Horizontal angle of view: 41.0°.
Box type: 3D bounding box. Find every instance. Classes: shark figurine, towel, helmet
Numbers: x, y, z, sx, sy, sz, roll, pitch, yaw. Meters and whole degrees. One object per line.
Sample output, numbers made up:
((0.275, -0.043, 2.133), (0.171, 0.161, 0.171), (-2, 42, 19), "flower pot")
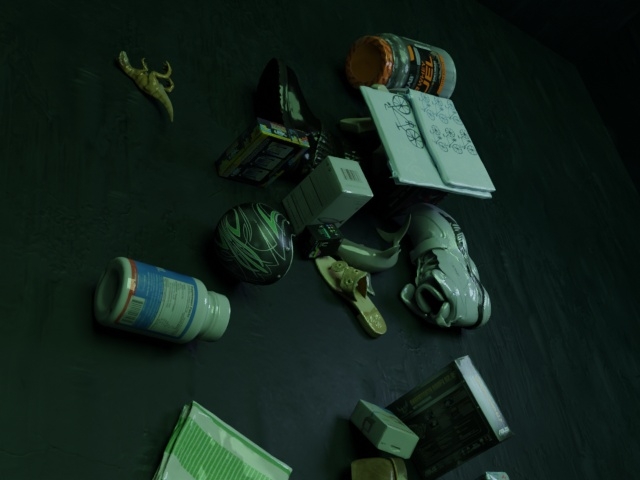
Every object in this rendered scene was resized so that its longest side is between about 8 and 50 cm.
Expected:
((0.160, 0.026, 2.094), (0.278, 0.116, 0.166), (-16, 70, -51), "shark figurine")
((-0.174, 0.445, 1.393), (0.248, 0.038, 0.325), (38, 36, -16), "towel")
((-0.136, 0.007, 1.745), (0.169, 0.169, 0.161), (41, 19, -11), "helmet")

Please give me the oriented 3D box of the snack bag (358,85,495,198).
((0.267, -0.258, 2.165), (0.342, 0.037, 0.323), (6, 54, -37), "snack bag")

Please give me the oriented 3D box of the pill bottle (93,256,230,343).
((-0.277, 0.114, 1.520), (0.221, 0.124, 0.124), (20, 44, -36), "pill bottle")

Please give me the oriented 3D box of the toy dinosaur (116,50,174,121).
((-0.372, -0.343, 1.925), (0.211, 0.064, 0.112), (44, 52, 9), "toy dinosaur")

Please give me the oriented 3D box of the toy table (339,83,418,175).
((0.195, -0.318, 2.372), (0.160, 0.274, 0.252), (-26, 111, -44), "toy table")

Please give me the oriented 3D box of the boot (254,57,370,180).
((-0.021, -0.284, 2.167), (0.260, 0.131, 0.348), (8, 62, -34), "boot")

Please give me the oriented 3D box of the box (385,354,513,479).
((0.260, 0.372, 1.765), (0.056, 0.231, 0.183), (-7, 61, -46), "box")

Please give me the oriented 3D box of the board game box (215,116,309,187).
((-0.132, -0.195, 1.932), (0.141, 0.170, 0.048), (14, 49, -40), "board game box")

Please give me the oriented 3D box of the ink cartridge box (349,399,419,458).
((0.127, 0.378, 1.718), (0.088, 0.052, 0.122), (26, 5, -30), "ink cartridge box")

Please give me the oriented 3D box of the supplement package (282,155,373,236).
((0.015, -0.097, 1.989), (0.105, 0.179, 0.105), (5, 53, -45), "supplement package")

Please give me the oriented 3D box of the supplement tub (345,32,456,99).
((0.244, -0.515, 2.616), (0.338, 0.207, 0.207), (0, 57, -46), "supplement tub")

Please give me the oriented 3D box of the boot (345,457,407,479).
((0.109, 0.542, 1.575), (0.115, 0.112, 0.305), (9, 43, -17), "boot")

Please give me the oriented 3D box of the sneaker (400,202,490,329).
((0.286, 0.062, 2.167), (0.210, 0.137, 0.366), (-1, 61, -51), "sneaker")

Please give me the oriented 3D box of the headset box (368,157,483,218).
((0.272, -0.173, 2.309), (0.293, 0.218, 0.110), (-12, 65, -52), "headset box")

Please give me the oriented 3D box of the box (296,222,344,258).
((0.000, 0.000, 1.965), (0.083, 0.062, 0.052), (-5, 48, -38), "box")

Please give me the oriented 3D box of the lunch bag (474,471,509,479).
((0.393, 0.554, 1.892), (0.083, 0.053, 0.071), (8, 49, -31), "lunch bag")

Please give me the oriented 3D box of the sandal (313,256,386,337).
((0.088, 0.106, 1.964), (0.240, 0.079, 0.088), (54, 35, 8), "sandal")
